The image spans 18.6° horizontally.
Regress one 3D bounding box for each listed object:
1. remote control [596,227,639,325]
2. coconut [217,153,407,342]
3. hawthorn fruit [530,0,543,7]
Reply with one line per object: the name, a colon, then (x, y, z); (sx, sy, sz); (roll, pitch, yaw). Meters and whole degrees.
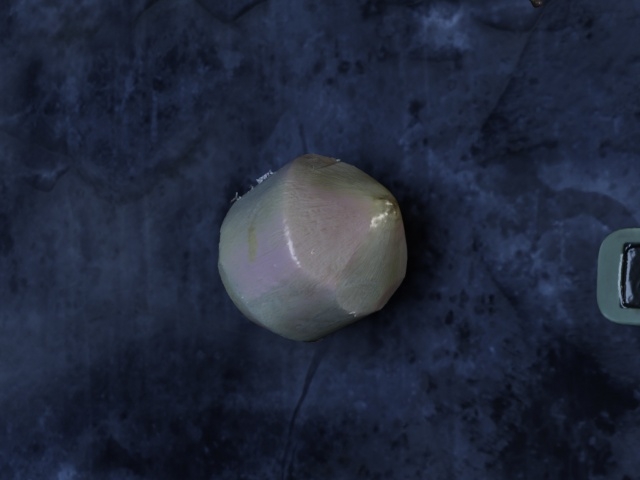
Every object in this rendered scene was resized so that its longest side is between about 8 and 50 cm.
remote control: (0.374, 0.031, 1.636); (0.309, 0.038, 0.090); (1, 88, 35)
coconut: (0.000, 0.000, 1.826); (0.183, 0.171, 0.171); (-35, 68, 31)
hawthorn fruit: (0.123, -0.313, 1.725); (0.242, 0.242, 0.272); (-42, 76, 26)
